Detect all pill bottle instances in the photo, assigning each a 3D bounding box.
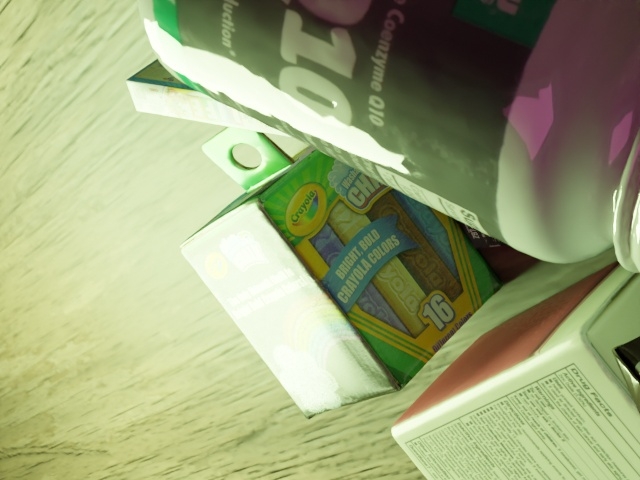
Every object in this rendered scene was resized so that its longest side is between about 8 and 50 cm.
[{"bbox_3d":[0.095,-0.113,0.764,0.361,0.204,0.204,27,139,27],"label":"pill bottle"}]

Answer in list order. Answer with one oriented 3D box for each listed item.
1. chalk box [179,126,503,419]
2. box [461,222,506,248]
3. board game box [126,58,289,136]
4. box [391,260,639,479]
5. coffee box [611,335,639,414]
[{"bbox_3d":[0.000,0.000,1.036,0.213,0.132,0.132,54,146,-6],"label":"chalk box"},{"bbox_3d":[0.116,-0.035,0.972,0.067,0.018,0.083,-8,117,50],"label":"box"},{"bbox_3d":[-0.047,-0.117,0.997,0.154,0.103,0.026,14,132,40],"label":"board game box"},{"bbox_3d":[0.182,0.117,0.950,0.148,0.127,0.232,50,145,-1],"label":"box"},{"bbox_3d":[0.305,0.067,0.621,0.168,0.297,0.119,64,180,-19],"label":"coffee box"}]
